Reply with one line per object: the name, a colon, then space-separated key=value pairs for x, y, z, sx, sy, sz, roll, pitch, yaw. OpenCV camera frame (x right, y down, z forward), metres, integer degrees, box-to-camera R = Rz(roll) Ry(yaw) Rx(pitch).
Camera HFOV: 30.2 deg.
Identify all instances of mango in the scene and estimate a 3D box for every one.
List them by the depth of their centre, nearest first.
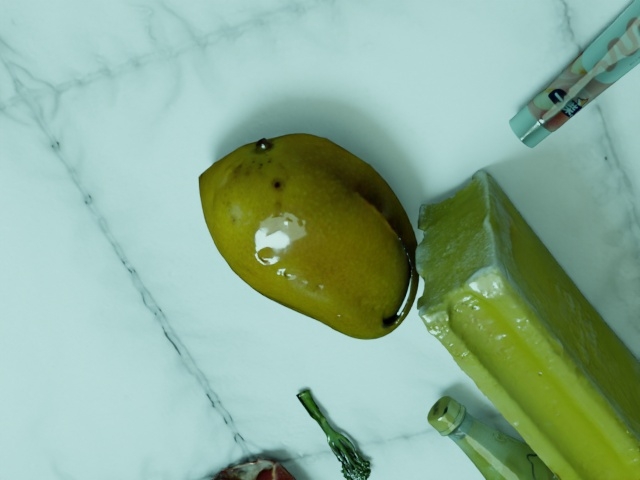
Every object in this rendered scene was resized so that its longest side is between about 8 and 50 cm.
mango: x=0.000 y=0.000 z=1.124 sx=0.166 sy=0.136 sz=0.236 roll=-26 pitch=121 yaw=21

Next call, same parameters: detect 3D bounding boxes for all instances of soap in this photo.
soap: x=0.213 y=0.103 z=1.118 sx=0.091 sy=0.199 sz=0.315 roll=-33 pitch=112 yaw=23

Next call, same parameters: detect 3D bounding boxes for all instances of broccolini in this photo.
broccolini: x=0.011 y=0.222 z=1.343 sx=0.035 sy=0.030 sz=0.140 roll=-3 pitch=127 yaw=57

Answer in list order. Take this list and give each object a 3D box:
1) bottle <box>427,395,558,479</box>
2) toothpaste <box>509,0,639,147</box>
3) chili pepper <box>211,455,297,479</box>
bottle: x=0.225 y=0.260 z=1.291 sx=0.270 sy=0.083 sz=0.083 roll=41 pitch=121 yaw=-13
toothpaste: x=0.251 y=-0.158 z=1.032 sx=0.056 sy=0.036 sz=0.205 roll=40 pitch=118 yaw=-14
chili pepper: x=-0.035 y=0.368 z=1.410 sx=0.253 sy=0.136 sz=0.144 roll=44 pitch=76 yaw=-30
